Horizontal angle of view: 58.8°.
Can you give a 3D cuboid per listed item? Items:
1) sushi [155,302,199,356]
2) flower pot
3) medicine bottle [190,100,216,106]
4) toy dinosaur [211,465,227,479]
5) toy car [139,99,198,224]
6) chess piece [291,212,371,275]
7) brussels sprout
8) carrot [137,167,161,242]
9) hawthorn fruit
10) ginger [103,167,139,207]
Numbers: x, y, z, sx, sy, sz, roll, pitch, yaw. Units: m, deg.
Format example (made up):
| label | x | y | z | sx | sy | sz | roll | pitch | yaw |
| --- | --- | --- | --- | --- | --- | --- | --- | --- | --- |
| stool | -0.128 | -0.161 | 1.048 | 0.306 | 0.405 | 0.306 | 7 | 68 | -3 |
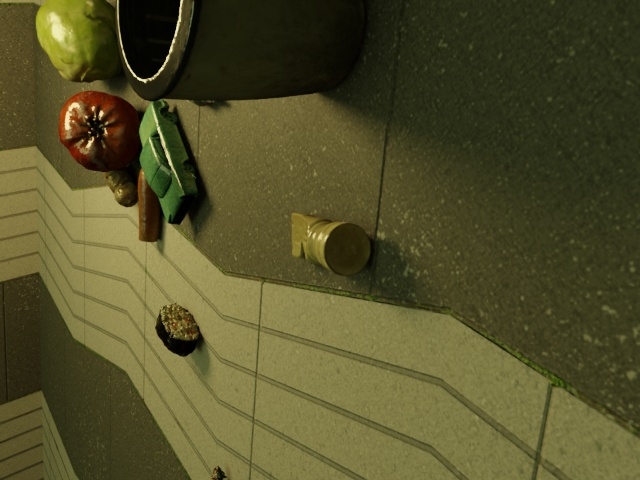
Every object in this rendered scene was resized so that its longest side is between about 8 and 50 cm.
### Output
| label | x | y | z | sx | sy | sz | roll | pitch | yaw |
| --- | --- | --- | --- | --- | --- | --- | --- | --- | --- |
| sushi | -0.376 | 0.232 | 1.490 | 0.150 | 0.090 | 0.078 | 48 | 125 | 41 |
| flower pot | -0.116 | -0.353 | 0.894 | 0.293 | 0.330 | 0.294 | 5 | 96 | 53 |
| medicine bottle | -0.294 | -0.352 | 1.346 | 0.199 | 0.057 | 0.058 | 35 | 120 | 44 |
| toy dinosaur | -0.243 | 0.629 | 1.393 | 0.055 | 0.049 | 0.154 | -13 | 86 | 42 |
| toy car | -0.402 | -0.208 | 1.467 | 0.141 | 0.097 | 0.321 | -47 | 58 | 43 |
| chess piece | 0.000 | 0.000 | 0.996 | 0.200 | 0.090 | 0.090 | 19 | 109 | 61 |
| brussels sprout | -0.737 | -0.631 | 1.762 | 0.316 | 0.242 | 0.274 | 22 | 135 | 54 |
| carrot | -0.484 | -0.108 | 1.614 | 0.067 | 0.067 | 0.225 | 25 | 114 | 49 |
| hawthorn fruit | -0.654 | -0.321 | 1.707 | 0.271 | 0.241 | 0.242 | -161 | 70 | -75 |
| ginger | -0.619 | -0.179 | 1.770 | 0.204 | 0.080 | 0.104 | 47 | 153 | 41 |
